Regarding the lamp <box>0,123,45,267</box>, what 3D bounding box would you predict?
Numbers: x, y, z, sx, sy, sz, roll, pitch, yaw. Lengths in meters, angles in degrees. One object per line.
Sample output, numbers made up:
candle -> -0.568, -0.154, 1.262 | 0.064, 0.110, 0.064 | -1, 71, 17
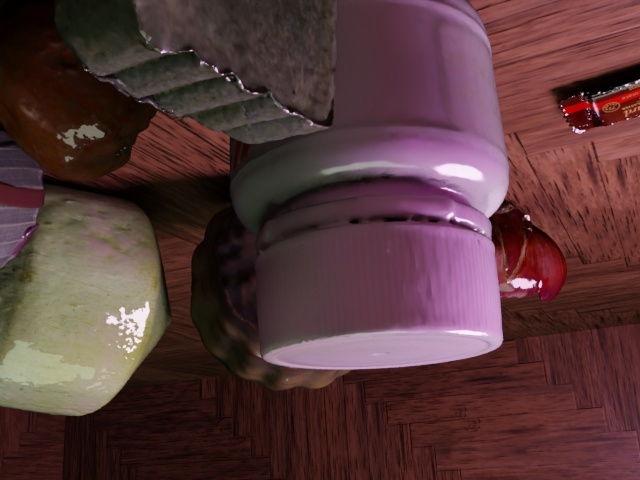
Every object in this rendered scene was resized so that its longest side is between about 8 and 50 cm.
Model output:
lamp -> -0.376, -0.059, 0.648 | 0.233, 0.233, 0.265 | 2, -174, -16

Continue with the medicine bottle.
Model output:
medicine bottle -> 0.042, -0.049, 0.618 | 0.241, 0.301, 0.241 | -3, 162, -1

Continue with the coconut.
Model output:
coconut -> -0.346, 0.076, 0.950 | 0.328, 0.328, 0.281 | 12, 147, -40

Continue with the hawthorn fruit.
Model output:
hawthorn fruit -> -0.214, -0.145, 0.594 | 0.149, 0.149, 0.189 | -14, 120, 29

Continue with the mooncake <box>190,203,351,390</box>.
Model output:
mooncake -> -0.038, 0.057, 0.967 | 0.290, 0.290, 0.161 | 1, 156, -14

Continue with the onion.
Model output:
onion -> 0.275, 0.031, 1.150 | 0.248, 0.161, 0.248 | 7, 163, 2

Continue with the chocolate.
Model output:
chocolate -> 0.355, -0.166, 0.766 | 0.182, 0.028, 0.086 | -17, 151, 33

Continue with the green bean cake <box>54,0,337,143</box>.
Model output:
green bean cake -> -0.066, -0.165, 0.431 | 0.094, 0.185, 0.183 | -12, 162, 31
